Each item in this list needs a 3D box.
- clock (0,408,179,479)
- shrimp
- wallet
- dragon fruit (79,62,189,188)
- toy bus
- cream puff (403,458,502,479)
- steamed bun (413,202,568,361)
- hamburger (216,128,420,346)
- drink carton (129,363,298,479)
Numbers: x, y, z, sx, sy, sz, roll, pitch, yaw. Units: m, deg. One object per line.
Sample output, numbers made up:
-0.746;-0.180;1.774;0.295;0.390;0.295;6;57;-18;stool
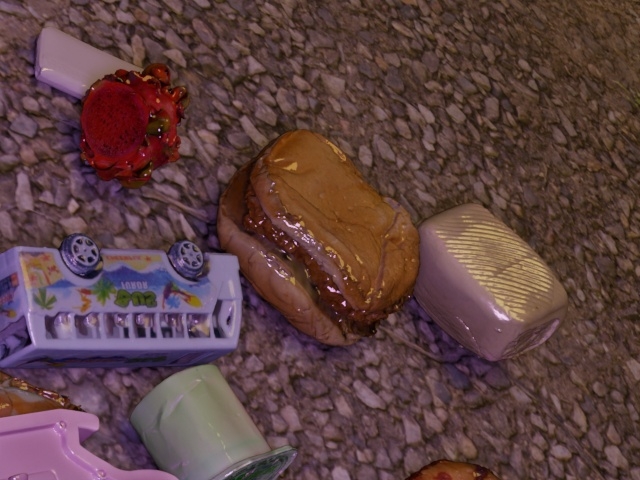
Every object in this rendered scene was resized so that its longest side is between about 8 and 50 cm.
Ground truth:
-0.259;0.305;1.617;0.290;0.080;0.275;-9;65;-48;clock
-0.319;0.169;1.702;0.184;0.043;0.091;22;24;-37;shrimp
-0.289;-0.212;2.092;0.190;0.033;0.095;22;45;-31;wallet
-0.230;-0.155;2.011;0.207;0.133;0.150;-68;153;-49;dragon fruit
-0.231;0.075;1.836;0.330;0.109;0.136;3;65;-45;toy bus
0.166;0.381;1.923;0.240;0.164;0.240;16;43;-16;cream puff
0.221;0.072;2.278;0.238;0.152;0.170;45;41;21;steamed bun
-0.001;0.000;2.109;0.283;0.144;0.259;44;33;1;hamburger
-0.129;0.224;1.781;0.146;0.144;0.142;-8;58;-50;drink carton
